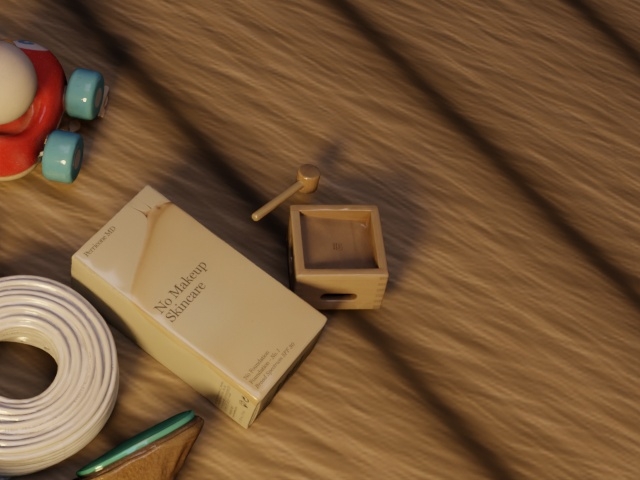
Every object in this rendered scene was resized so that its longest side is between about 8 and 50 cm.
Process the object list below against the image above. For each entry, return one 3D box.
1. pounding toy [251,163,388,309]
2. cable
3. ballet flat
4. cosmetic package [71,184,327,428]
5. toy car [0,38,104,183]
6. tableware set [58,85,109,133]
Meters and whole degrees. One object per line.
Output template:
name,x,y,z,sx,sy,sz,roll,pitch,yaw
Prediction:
pounding toy,-0.010,-0.004,1.569,0.181,0.094,0.206,0,52,-8
cable,-0.383,0.165,1.380,0.257,0.089,0.257,-21,67,-23
ballet flat,-0.281,0.324,1.312,0.342,0.116,0.124,-22,88,-23
cosmetic package,-0.164,0.087,1.464,0.309,0.113,0.160,36,59,7
toy car,-0.429,-0.217,1.484,0.219,0.238,0.210,12,64,0
tableware set,-0.406,-0.207,1.628,0.169,0.020,0.141,25,59,1
